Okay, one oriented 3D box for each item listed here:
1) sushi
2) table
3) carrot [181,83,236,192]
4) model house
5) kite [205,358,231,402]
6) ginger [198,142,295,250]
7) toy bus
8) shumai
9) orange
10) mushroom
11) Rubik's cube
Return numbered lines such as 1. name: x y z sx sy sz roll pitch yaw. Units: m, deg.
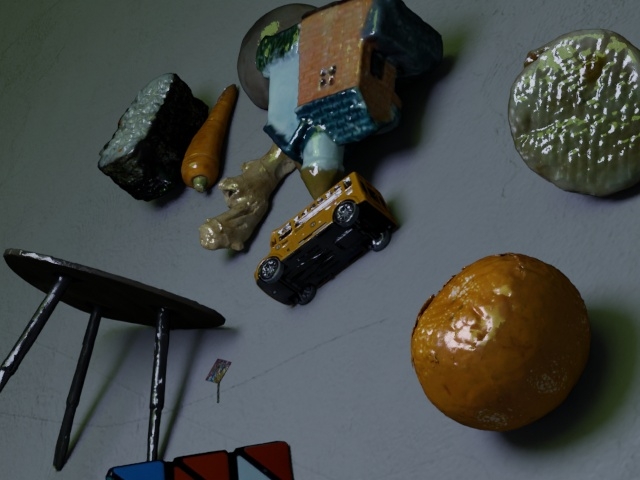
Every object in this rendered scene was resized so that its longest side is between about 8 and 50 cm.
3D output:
1. sushi: -0.263 -0.165 2.383 0.124 0.127 0.225 -19 35 39
2. table: -0.309 0.189 1.998 0.317 0.317 0.249 -2 67 49
3. carrot: -0.178 -0.174 2.357 0.061 0.061 0.256 -24 37 33
4. model house: 0.027 -0.169 2.025 0.253 0.184 0.291 -12 59 39
5. kite: -0.144 0.191 1.980 0.044 0.002 0.078 -18 43 39
6. ginger: -0.093 -0.097 2.161 0.089 0.075 0.288 23 67 13
7. toy bus: 0.000 0.000 1.927 0.194 0.083 0.088 -37 44 17
8. shumai: 0.323 -0.151 1.680 0.201 0.120 0.201 2 95 26
9. orange: 0.192 0.109 1.523 0.193 0.161 0.193 -36 27 22
10. mushroom: -0.064 -0.304 2.321 0.188 0.117 0.141 -50 20 5
11. Rubik's cube: -0.121 0.293 1.710 0.284 0.250 0.234 -18 24 46
